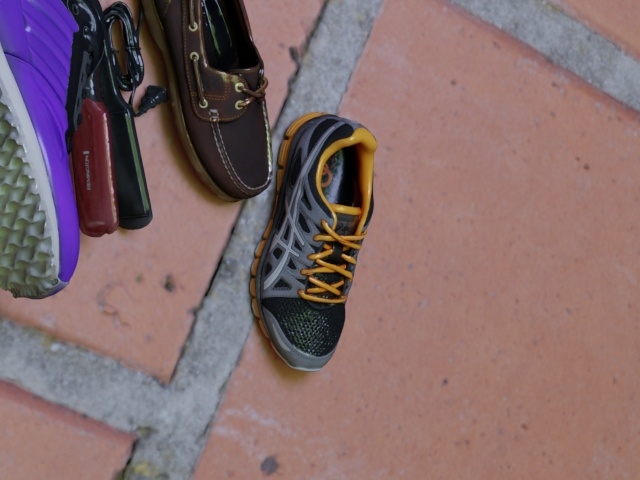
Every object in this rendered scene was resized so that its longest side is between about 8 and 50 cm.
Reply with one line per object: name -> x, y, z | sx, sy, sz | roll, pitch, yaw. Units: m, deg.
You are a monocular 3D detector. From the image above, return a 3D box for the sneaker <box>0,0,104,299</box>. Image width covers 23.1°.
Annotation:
sneaker -> -0.202, -0.110, 1.101 | 0.146, 0.102, 0.293 | -16, 89, -50

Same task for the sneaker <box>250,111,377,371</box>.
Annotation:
sneaker -> 0.000, 0.000, 1.271 | 0.084, 0.083, 0.215 | 5, 89, -30

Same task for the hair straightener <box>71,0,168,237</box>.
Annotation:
hair straightener -> -0.162, -0.120, 1.213 | 0.089, 0.047, 0.230 | -10, 89, -55

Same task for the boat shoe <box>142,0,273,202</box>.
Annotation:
boat shoe -> -0.079, -0.130, 1.226 | 0.073, 0.073, 0.207 | -35, 110, -47
